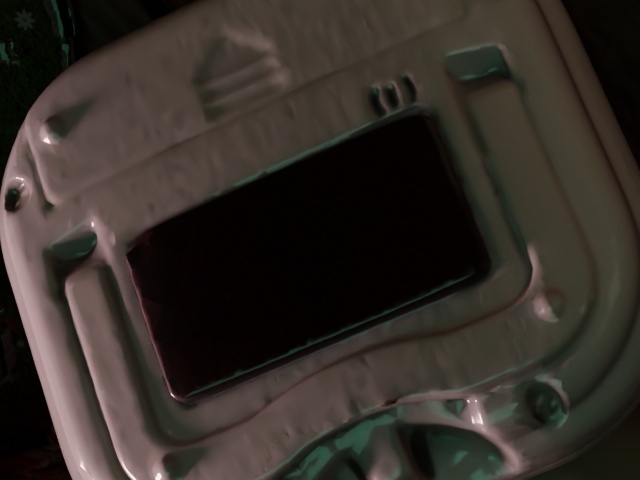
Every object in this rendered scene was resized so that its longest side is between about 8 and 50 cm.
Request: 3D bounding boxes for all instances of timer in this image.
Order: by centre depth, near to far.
[{"bbox_3d":[0.000,0.000,0.674,0.262,0.087,0.237,-24,69,10],"label":"timer"}]

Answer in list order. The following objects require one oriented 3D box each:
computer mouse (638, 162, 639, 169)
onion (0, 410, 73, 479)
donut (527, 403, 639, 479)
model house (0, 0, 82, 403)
[{"bbox_3d":[0.185,-0.056,0.686,0.099,0.057,0.172,7,104,15],"label":"computer mouse"},{"bbox_3d":[-0.207,0.196,0.812,0.281,0.281,0.221,-36,116,27],"label":"onion"},{"bbox_3d":[0.084,0.239,0.717,0.383,0.142,0.382,-3,81,18],"label":"donut"},{"bbox_3d":[-0.217,-0.022,0.758,0.207,0.154,0.294,-8,112,20],"label":"model house"}]
